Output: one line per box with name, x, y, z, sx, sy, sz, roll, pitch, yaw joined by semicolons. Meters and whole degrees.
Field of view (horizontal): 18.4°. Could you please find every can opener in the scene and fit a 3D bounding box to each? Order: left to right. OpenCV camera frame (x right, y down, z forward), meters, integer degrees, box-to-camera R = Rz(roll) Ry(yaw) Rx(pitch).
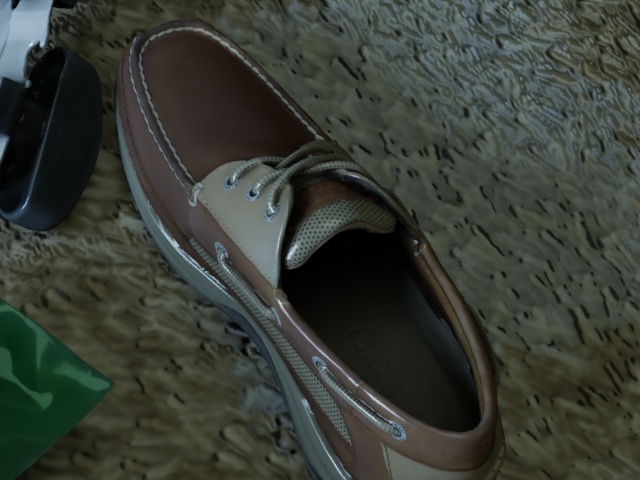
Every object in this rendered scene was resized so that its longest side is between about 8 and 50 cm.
can opener;-0.147;-0.146;1.089;0.093;0.074;0.280;25;76;-42

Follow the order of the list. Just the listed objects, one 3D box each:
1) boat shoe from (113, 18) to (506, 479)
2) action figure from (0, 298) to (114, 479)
boat shoe;0.000;0.000;1.038;0.123;0.116;0.324;-27;69;-25
action figure;-0.223;0.122;0.951;0.137;0.063;0.232;34;66;6
